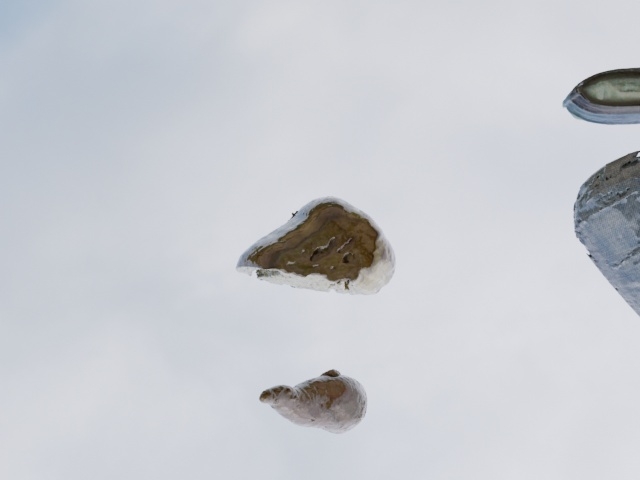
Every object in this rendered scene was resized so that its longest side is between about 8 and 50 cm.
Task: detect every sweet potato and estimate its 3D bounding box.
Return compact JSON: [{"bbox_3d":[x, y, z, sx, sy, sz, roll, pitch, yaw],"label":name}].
[{"bbox_3d":[0.006,0.165,1.253,0.068,0.226,0.068,-3,-99,23],"label":"sweet potato"}]

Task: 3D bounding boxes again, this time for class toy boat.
[{"bbox_3d":[0.316,-0.145,1.242,0.137,0.061,0.060,-4,-103,10],"label":"toy boat"}]

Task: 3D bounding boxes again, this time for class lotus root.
[{"bbox_3d":[0.000,0.002,1.184,0.159,0.095,0.135,4,176,-6],"label":"lotus root"}]

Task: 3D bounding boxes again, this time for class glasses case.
[{"bbox_3d":[0.302,0.043,0.928,0.109,0.282,0.067,-30,-156,37],"label":"glasses case"}]
